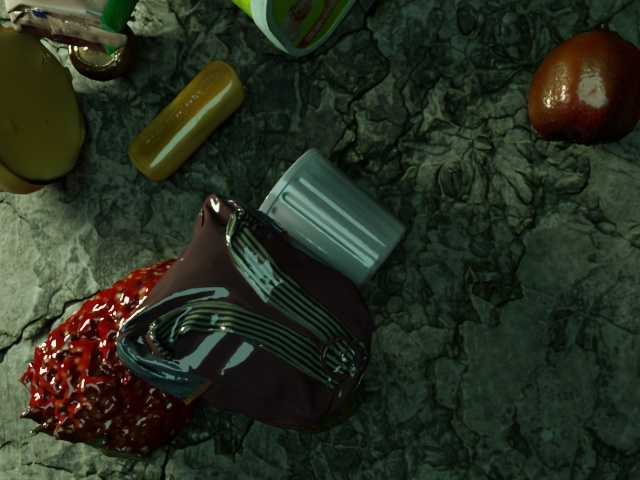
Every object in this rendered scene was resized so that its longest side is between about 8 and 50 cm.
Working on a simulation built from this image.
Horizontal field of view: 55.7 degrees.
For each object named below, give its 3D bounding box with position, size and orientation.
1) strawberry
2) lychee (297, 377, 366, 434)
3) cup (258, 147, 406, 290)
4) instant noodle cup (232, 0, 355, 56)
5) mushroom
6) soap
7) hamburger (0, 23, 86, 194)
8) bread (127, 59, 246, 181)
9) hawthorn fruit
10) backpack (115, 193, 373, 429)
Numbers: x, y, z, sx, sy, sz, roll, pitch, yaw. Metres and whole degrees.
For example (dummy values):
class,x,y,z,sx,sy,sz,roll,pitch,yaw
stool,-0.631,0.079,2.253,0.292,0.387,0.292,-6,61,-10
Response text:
class,x,y,z,sx,sy,sz,roll,pitch,yaw
strawberry,-0.305,0.180,1.001,0.292,0.292,0.343,28,70,8
lychee,-0.006,0.225,0.982,0.171,0.171,0.171,0,90,9
cup,0.009,-0.011,0.994,0.202,0.221,0.167,38,55,5
instant noodle cup,-0.099,-0.495,0.954,0.308,0.294,0.293,39,96,15
mushroom,-0.389,-0.341,1.076,0.127,0.087,0.127,-1,86,11
soap,-0.382,-0.434,1.009,0.218,0.098,0.273,15,58,-4
hamburger,-0.570,-0.211,1.029,0.237,0.276,0.276,-6,89,22
bread,-0.227,-0.206,1.055,0.239,0.074,0.092,-43,68,5
hawthorn fruit,0.402,-0.237,0.911,0.169,0.169,0.188,5,92,9
backpack,-0.080,0.117,0.838,0.317,0.197,0.283,31,68,-3
